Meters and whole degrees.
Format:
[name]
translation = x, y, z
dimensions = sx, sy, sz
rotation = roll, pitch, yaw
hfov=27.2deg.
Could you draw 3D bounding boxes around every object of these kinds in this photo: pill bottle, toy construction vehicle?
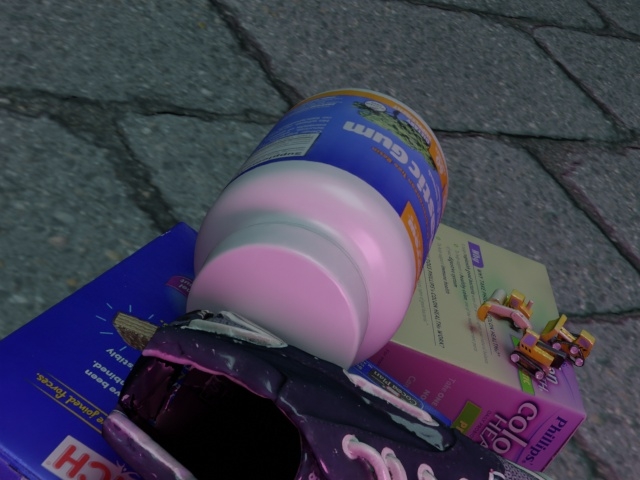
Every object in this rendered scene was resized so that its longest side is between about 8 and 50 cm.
[pill bottle]
translation = 0.000, 0.000, 0.933
dimensions = 0.152, 0.152, 0.272
rotation = 30, 27, -1
[toy construction vehicle]
translation = 0.183, 0.074, 1.110
dimensions = 0.098, 0.035, 0.086
rotation = 37, 30, 10

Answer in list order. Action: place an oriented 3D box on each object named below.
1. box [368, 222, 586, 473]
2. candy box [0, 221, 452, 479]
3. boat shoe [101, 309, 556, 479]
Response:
[box]
translation = 0.084, 0.083, 1.162
dimensions = 0.243, 0.117, 0.213
rotation = 21, 31, -16
[candy box]
translation = -0.090, 0.150, 0.898
dimensions = 0.268, 0.122, 0.317
rotation = 36, 28, 9
[boat shoe]
translation = 0.032, 0.153, 0.717
dimensions = 0.341, 0.127, 0.158
rotation = 27, 2, 9
